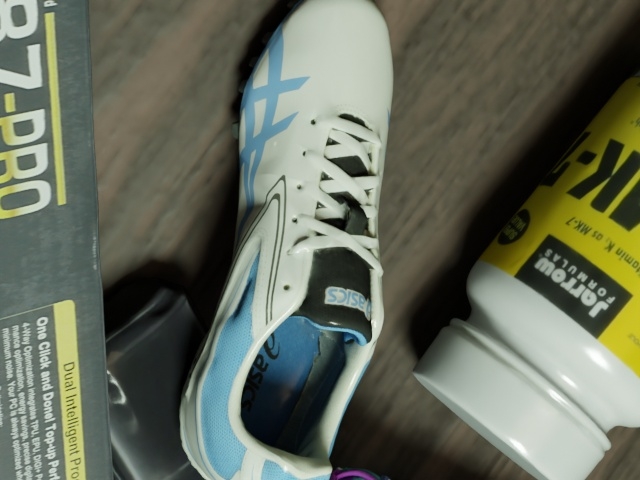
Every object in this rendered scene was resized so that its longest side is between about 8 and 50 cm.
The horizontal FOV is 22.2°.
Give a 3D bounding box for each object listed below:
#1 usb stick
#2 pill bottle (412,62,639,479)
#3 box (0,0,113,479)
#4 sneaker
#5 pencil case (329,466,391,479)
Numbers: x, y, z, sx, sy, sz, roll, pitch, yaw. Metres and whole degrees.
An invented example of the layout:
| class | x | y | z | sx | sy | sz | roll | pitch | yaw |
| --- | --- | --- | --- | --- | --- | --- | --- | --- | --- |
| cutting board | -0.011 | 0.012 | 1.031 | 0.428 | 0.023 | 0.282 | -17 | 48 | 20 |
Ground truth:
| class | x | y | z | sx | sy | sz | roll | pitch | yaw |
| --- | --- | --- | --- | --- | --- | --- | --- | --- | --- |
| usb stick | -0.041 | 0.141 | 0.795 | 0.077 | 0.045 | 0.278 | -39 | 119 | -22 |
| pill bottle | 0.148 | 0.016 | 0.807 | 0.119 | 0.119 | 0.208 | 42 | 84 | -30 |
| box | -0.237 | 0.063 | 0.594 | 0.318 | 0.097 | 0.395 | -13 | 126 | -21 |
| sneaker | 0.000 | 0.000 | 0.730 | 0.085 | 0.086 | 0.237 | 18 | 80 | -40 |
| pencil case | 0.054 | 0.154 | 0.813 | 0.064 | 0.070 | 0.151 | -30 | 146 | 28 |
